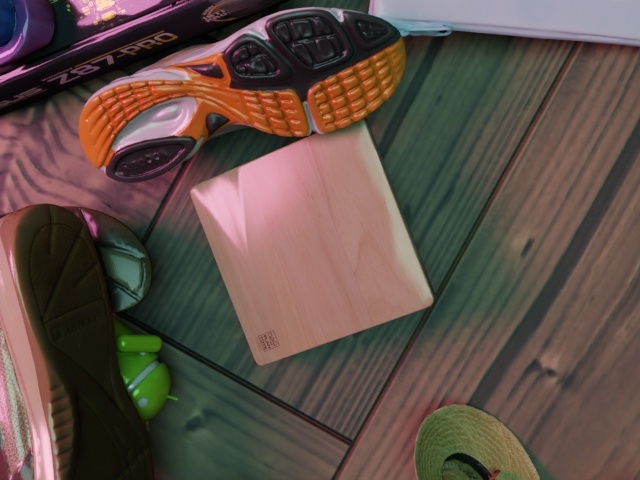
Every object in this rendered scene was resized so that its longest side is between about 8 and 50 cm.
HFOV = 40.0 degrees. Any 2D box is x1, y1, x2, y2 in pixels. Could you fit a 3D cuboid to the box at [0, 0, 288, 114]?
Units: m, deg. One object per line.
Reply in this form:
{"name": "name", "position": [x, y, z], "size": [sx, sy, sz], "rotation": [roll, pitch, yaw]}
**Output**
{"name": "box", "position": [-0.216, -0.333, 0.701], "size": [0.318, 0.097, 0.395], "rotation": [-16, 89, 14]}

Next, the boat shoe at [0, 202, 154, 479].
{"name": "boat shoe", "position": [-0.220, 0.148, 0.670], "size": [0.123, 0.123, 0.342], "rotation": [-9, 96, 23]}

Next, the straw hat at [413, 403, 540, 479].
{"name": "straw hat", "position": [0.120, 0.216, 0.738], "size": [0.144, 0.144, 0.061], "rotation": [42, 133, 1]}

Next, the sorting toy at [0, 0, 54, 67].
{"name": "sorting toy", "position": [-0.326, -0.284, 0.622], "size": [0.127, 0.126, 0.366], "rotation": [-33, 84, 17]}

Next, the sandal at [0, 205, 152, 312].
{"name": "sandal", "position": [-0.241, 0.019, 0.754], "size": [0.219, 0.060, 0.090], "rotation": [-2, 84, 15]}

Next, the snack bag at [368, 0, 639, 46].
{"name": "snack bag", "position": [0.201, -0.326, 0.718], "size": [0.322, 0.037, 0.343], "rotation": [1, 97, -13]}

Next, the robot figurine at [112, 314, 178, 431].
{"name": "robot figurine", "position": [-0.174, 0.109, 0.743], "size": [0.115, 0.067, 0.101], "rotation": [42, 114, 2]}

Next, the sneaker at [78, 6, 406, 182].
{"name": "sneaker", "position": [-0.062, -0.133, 0.712], "size": [0.262, 0.121, 0.099], "rotation": [-13, 115, 6]}

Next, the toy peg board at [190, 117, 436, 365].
{"name": "toy peg board", "position": [0.000, 0.000, 0.747], "size": [0.160, 0.079, 0.161], "rotation": [-22, 89, 17]}
